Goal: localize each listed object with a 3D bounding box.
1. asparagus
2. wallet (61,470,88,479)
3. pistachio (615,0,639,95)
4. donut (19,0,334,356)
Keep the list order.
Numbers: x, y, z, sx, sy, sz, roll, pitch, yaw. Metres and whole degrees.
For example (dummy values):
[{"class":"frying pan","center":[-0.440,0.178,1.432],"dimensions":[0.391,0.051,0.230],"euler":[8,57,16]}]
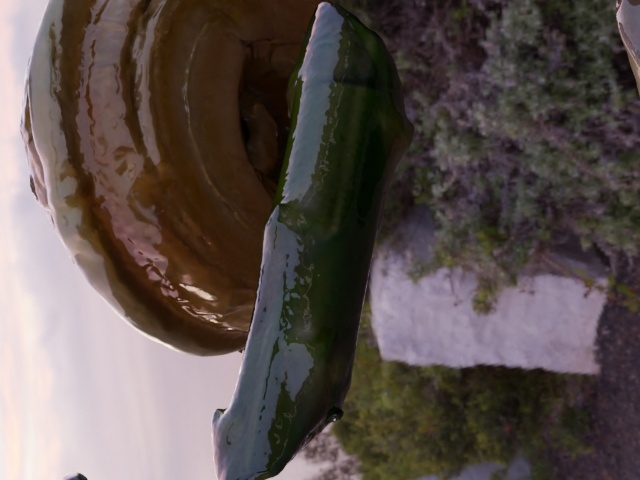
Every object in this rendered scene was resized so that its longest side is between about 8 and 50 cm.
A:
[{"class":"asparagus","center":[-0.001,0.000,0.554],"dimensions":[0.082,0.085,0.343],"euler":[-21,51,42]},{"class":"wallet","center":[-0.175,0.329,0.832],"dimensions":[0.255,0.031,0.137],"euler":[59,156,6]},{"class":"pistachio","center":[0.287,-0.159,0.629],"dimensions":[0.152,0.223,0.126],"euler":[38,144,9]},{"class":"donut","center":[-0.095,-0.099,0.912],"dimensions":[0.198,0.449,0.448],"euler":[-8,92,36]}]
